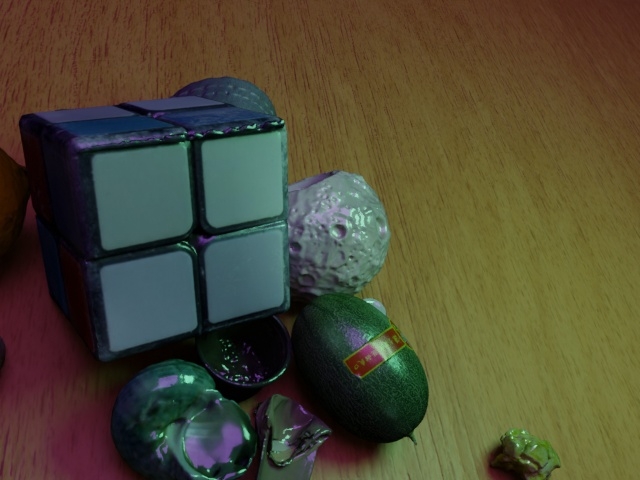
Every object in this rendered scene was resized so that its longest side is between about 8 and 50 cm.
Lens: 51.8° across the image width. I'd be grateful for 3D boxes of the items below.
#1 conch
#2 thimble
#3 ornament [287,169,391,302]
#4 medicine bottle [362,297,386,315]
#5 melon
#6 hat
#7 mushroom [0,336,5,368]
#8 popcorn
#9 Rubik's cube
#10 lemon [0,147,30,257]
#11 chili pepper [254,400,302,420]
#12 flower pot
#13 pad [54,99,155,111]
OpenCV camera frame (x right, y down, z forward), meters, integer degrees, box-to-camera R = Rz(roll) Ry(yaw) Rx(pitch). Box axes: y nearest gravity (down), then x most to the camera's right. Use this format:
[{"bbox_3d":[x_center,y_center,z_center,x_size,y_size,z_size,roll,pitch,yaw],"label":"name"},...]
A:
[{"bbox_3d":[-0.204,0.260,0.959,0.196,0.134,0.202,3,64,-25],"label":"conch"},{"bbox_3d":[-0.209,-0.210,1.320,0.237,0.205,0.172,10,48,-4],"label":"thimble"},{"bbox_3d":[0.000,0.000,1.202,0.259,0.259,0.225,-29,105,-38],"label":"ornament"},{"bbox_3d":[0.081,0.152,1.207,0.057,0.089,0.057,12,48,-13],"label":"medicine bottle"},{"bbox_3d":[0.070,0.215,1.084,0.182,0.182,0.287,-32,82,-39],"label":"melon"},{"bbox_3d":[-0.076,0.322,0.997,0.147,0.085,0.175,35,70,-41],"label":"hat"},{"bbox_3d":[-0.559,0.222,0.859,0.248,0.130,0.344,26,47,6],"label":"mushroom"},{"bbox_3d":[0.357,0.374,1.137,0.109,0.089,0.097,15,11,-22],"label":"popcorn"},{"bbox_3d":[-0.249,-0.041,1.014,0.316,0.313,0.318,-13,23,-30],"label":"Rubik's cube"},{"bbox_3d":[-0.589,-0.053,1.001,0.311,0.253,0.253,-20,61,-35],"label":"lemon"},{"bbox_3d":[-0.062,0.279,1.082,0.091,0.030,0.034,14,68,-9],"label":"chili pepper"},{"bbox_3d":[-0.137,0.191,1.074,0.158,0.106,0.157,14,46,-15],"label":"flower pot"},{"bbox_3d":[-0.438,-0.213,1.304,0.233,0.022,0.174,-6,49,3],"label":"pad"}]
